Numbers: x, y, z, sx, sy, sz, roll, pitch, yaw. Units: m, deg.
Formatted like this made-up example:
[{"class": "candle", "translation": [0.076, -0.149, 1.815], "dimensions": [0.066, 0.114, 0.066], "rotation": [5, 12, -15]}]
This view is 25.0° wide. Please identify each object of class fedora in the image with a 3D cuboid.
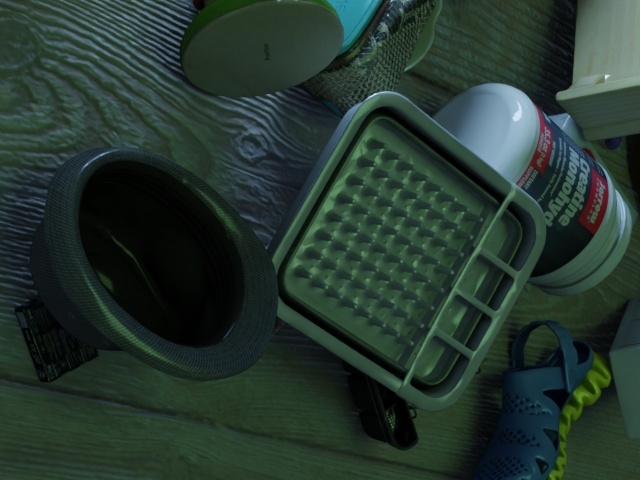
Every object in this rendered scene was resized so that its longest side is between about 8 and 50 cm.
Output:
[{"class": "fedora", "translation": [-0.187, 0.037, 1.472], "dimensions": [0.275, 0.124, 0.243], "rotation": [33, 46, -30]}]

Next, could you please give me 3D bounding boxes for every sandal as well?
[{"class": "sandal", "translation": [0.278, 0.225, 1.940], "dimensions": [0.138, 0.126, 0.317], "rotation": [57, 44, -25]}]

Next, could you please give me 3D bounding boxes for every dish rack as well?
[{"class": "dish rack", "translation": [0.129, 0.116, 1.827], "dimensions": [0.271, 0.074, 0.208], "rotation": [-30, 109, -41]}, {"class": "dish rack", "translation": [0.090, 0.013, 1.665], "dimensions": [0.333, 0.072, 0.285], "rotation": [35, 82, -34]}]

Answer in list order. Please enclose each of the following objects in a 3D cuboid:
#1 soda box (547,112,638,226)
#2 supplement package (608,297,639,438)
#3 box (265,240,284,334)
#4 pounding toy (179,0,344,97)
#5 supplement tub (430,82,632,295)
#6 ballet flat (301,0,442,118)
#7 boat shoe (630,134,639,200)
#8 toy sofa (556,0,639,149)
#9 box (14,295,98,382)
[{"class": "soda box", "translation": [0.368, -0.080, 2.066], "dimensions": [0.216, 0.069, 0.074], "rotation": [51, 55, -31]}, {"class": "supplement package", "translation": [0.510, 0.172, 2.085], "dimensions": [0.244, 0.139, 0.134], "rotation": [-40, 118, -65]}, {"class": "box", "translation": [0.000, 0.000, 1.715], "dimensions": [0.324, 0.067, 0.063], "rotation": [-43, 116, -35]}, {"class": "pounding toy", "translation": [-0.063, -0.265, 1.585], "dimensions": [0.183, 0.237, 0.110], "rotation": [0, 62, -29]}, {"class": "supplement tub", "translation": [0.263, -0.061, 1.881], "dimensions": [0.272, 0.191, 0.191], "rotation": [36, 65, -37]}, {"class": "ballet flat", "translation": [0.116, -0.354, 1.795], "dimensions": [0.483, 0.164, 0.182], "rotation": [-63, 143, -17]}, {"class": "boat shoe", "translation": [0.542, -0.173, 2.199], "dimensions": [0.110, 0.122, 0.341], "rotation": [-16, 98, -42]}, {"class": "toy sofa", "translation": [0.442, -0.317, 2.035], "dimensions": [0.177, 0.150, 0.362], "rotation": [37, 53, -48]}, {"class": "box", "translation": [-0.270, 0.095, 1.484], "dimensions": [0.067, 0.018, 0.083], "rotation": [-30, 109, -40]}]
